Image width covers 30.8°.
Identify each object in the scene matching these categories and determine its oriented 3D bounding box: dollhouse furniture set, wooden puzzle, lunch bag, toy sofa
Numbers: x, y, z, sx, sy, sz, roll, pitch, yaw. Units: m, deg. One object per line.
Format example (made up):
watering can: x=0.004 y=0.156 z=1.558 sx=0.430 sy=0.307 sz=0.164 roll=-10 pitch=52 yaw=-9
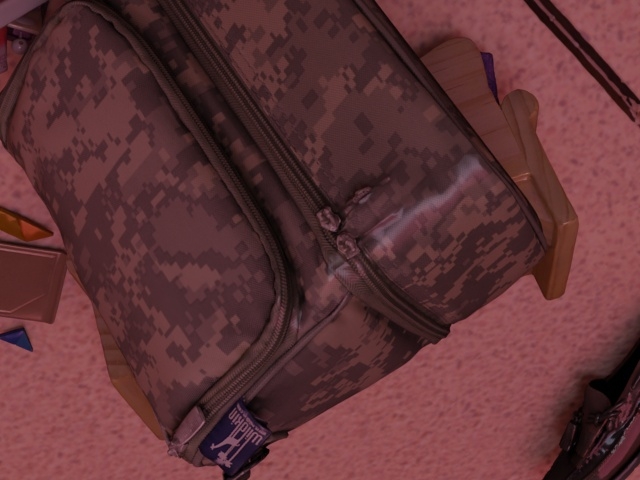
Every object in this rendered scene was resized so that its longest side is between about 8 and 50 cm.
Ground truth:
dollhouse furniture set: x=-0.161 y=-0.153 z=0.790 sx=0.114 sy=0.081 sz=0.091 roll=14 pitch=115 yaw=-21
wooden puzzle: x=-0.241 y=0.031 z=0.920 sx=0.079 sy=0.014 sz=0.116 roll=18 pitch=114 yaw=-18
lunch bag: x=-0.042 y=-0.037 z=0.725 sx=0.256 sy=0.305 sz=0.212 roll=-38 pitch=160 yaw=10
toy sofa: x=0.000 y=0.000 z=0.895 sx=0.363 sy=0.177 sz=0.150 roll=-20 pitch=153 yaw=-2

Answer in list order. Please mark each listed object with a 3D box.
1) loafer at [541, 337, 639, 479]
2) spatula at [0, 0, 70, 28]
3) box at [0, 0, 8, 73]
loafer: x=0.285 y=0.135 z=1.080 sx=0.084 sy=0.096 sz=0.267 roll=38 pitch=99 yaw=-9
spatula: x=-0.182 y=-0.195 z=0.692 sx=0.019 sy=0.242 sz=0.168 roll=13 pitch=125 yaw=19
box: x=-0.316 y=-0.134 z=0.624 sx=0.142 sy=0.300 sz=0.154 roll=17 pitch=120 yaw=18
